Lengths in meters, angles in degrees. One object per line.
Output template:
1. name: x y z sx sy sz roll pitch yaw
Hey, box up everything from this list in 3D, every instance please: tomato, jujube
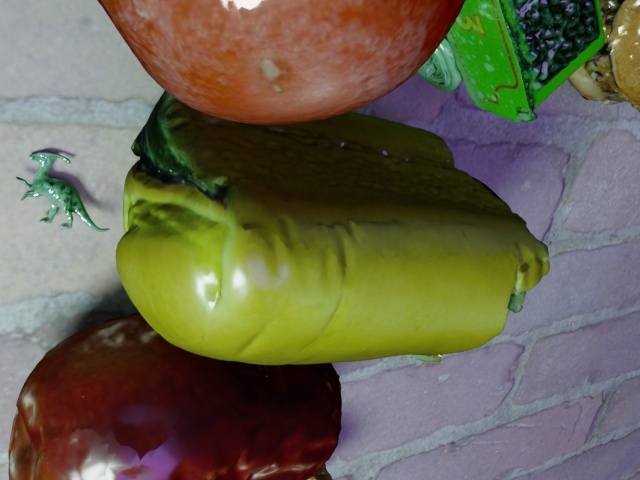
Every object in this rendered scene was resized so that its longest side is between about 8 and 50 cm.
1. tomato: -0.014 -0.205 0.407 0.264 0.265 0.265 -16 123 -26
2. jujube: -0.126 0.175 0.611 0.317 0.223 0.223 2 114 -39

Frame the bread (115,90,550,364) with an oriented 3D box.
1. bread: 0.000 0.000 0.575 0.376 0.251 0.208 7 128 -39

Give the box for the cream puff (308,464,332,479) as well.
1. cream puff: -0.052 0.313 0.789 0.143 0.126 0.103 -25 112 -31

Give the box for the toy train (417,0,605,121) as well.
1. toy train: 0.150 -0.228 0.574 0.132 0.188 0.243 -41 132 -6

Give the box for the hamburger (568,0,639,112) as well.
1. hamburger: 0.416 -0.260 0.719 0.260 0.211 0.245 7 104 -43

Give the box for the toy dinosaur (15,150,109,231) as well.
1. toy dinosaur: -0.219 -0.042 0.542 0.083 0.021 0.062 10 97 -36
